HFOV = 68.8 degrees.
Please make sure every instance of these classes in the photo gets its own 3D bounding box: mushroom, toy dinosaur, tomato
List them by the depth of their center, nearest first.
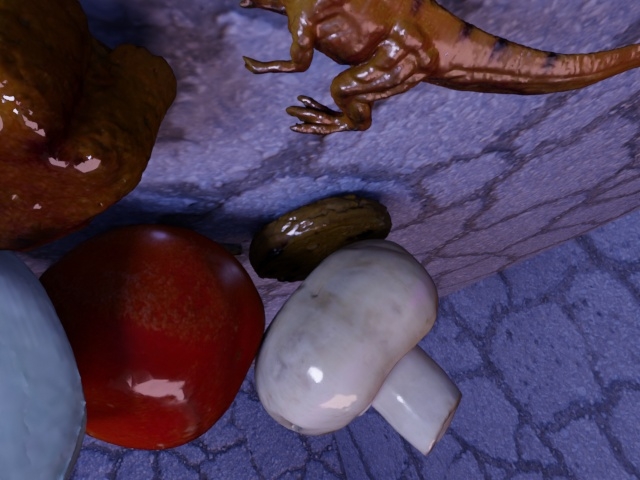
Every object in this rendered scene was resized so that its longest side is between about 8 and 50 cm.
[{"bbox_3d":[0.070,-0.158,0.399,0.432,0.097,0.208,7,166,-14],"label":"toy dinosaur"},{"bbox_3d":[-0.245,0.138,0.679,0.290,0.293,0.325,14,134,18],"label":"tomato"},{"bbox_3d":[0.063,0.166,0.780,0.353,0.353,0.325,-11,121,-18],"label":"mushroom"}]

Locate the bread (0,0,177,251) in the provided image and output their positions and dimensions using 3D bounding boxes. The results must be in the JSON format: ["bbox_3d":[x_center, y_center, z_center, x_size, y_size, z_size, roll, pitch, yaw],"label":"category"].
[{"bbox_3d":[-0.247,-0.085,0.320,0.247,0.135,0.232,-21,149,21],"label":"bread"}]

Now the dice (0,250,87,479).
[{"bbox_3d":[-0.407,0.153,0.420,0.263,0.267,0.265,-11,-172,36],"label":"dice"}]

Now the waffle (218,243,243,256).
[{"bbox_3d":[-0.211,0.018,0.825,0.153,0.023,0.097,-11,162,-15],"label":"waffle"}]

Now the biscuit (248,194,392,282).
[{"bbox_3d":[-0.001,-0.002,0.876,0.296,0.075,0.296,-18,162,-6],"label":"biscuit"}]
